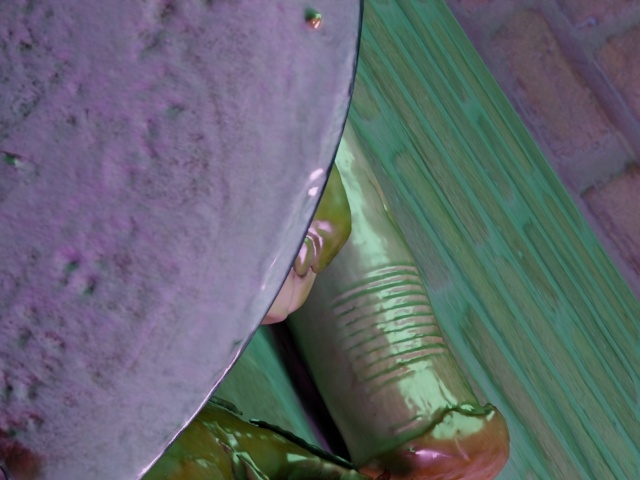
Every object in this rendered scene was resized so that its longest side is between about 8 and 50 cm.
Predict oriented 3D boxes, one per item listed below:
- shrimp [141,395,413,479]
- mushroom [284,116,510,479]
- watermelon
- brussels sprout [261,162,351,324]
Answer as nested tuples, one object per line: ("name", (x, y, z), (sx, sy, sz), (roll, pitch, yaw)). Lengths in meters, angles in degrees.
("shrimp", (-0.007, 0.133, 0.701), (0.154, 0.062, 0.294), (56, 16, 20))
("mushroom", (0.000, 0.000, 0.920), (0.122, 0.095, 0.351), (-9, 63, -53))
("watermelon", (-0.111, -0.075, 0.567), (0.213, 0.320, 0.289), (6, 20, -22))
("brussels sprout", (-0.060, -0.032, 0.743), (0.117, 0.155, 0.155), (2, 47, -27))
